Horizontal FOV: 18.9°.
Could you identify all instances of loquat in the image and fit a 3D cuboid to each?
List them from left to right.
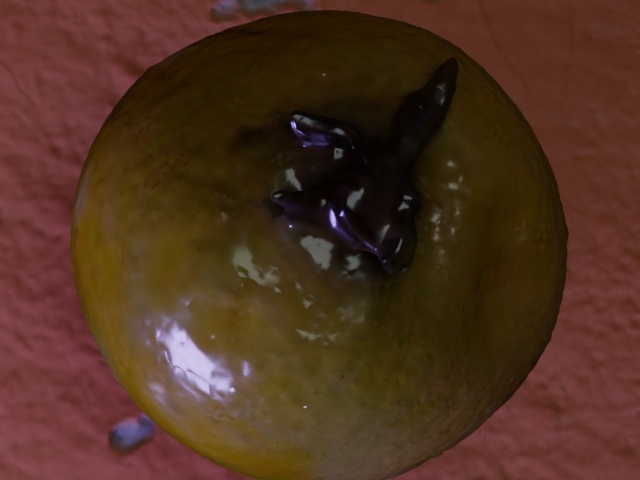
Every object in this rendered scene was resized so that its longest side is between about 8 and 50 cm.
[{"bbox_3d":[0.000,0.000,0.886,0.244,0.244,0.244,2,80,-11],"label":"loquat"}]
